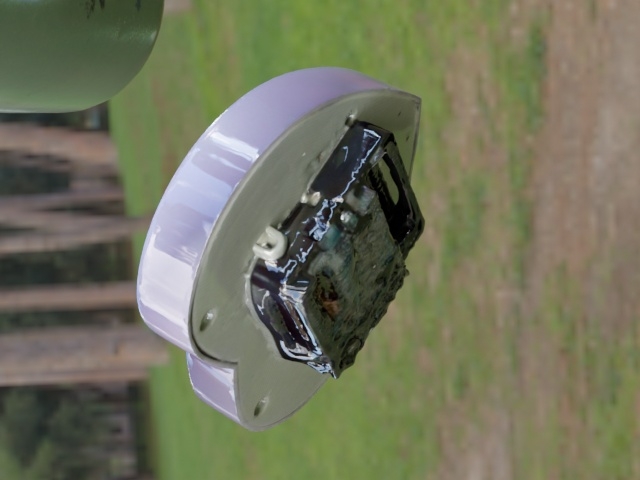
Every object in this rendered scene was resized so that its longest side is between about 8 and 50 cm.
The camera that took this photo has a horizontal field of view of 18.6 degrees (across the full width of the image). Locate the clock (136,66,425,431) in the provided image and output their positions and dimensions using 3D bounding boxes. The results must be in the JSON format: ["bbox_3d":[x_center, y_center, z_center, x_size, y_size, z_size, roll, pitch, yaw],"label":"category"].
[{"bbox_3d":[0.000,0.000,0.907,0.172,0.064,0.198,-54,-25,-16],"label":"clock"}]

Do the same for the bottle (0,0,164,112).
[{"bbox_3d":[-0.246,-0.164,1.231,0.347,0.168,0.168,-7,-85,-65],"label":"bottle"}]
